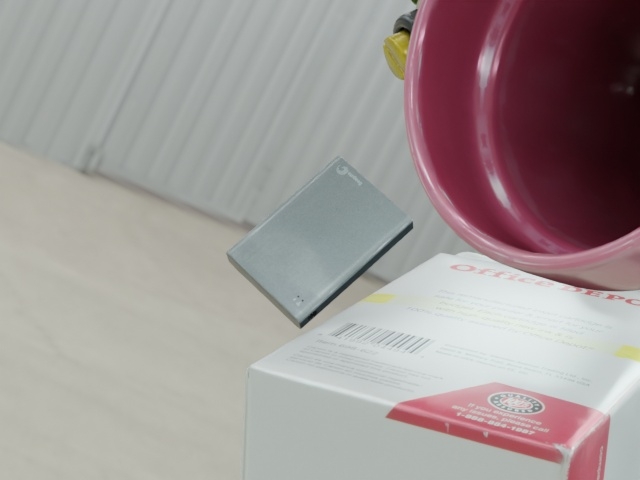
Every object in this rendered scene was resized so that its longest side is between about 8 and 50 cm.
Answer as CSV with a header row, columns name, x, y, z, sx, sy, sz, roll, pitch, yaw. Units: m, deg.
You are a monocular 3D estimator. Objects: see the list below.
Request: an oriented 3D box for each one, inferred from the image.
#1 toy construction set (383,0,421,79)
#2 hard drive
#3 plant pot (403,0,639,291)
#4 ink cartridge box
name,x,y,z,sx,sy,sz,roll,pitch,yaw
toy construction set,0.186,-0.129,1.314,0.237,0.257,0.309,51,2,24
hard drive,0.000,0.000,1.466,0.094,0.135,0.022,42,-16,23
plant pot,0.169,-0.068,0.793,0.180,0.201,0.201,15,15,-45
ink cartridge box,0.146,0.150,1.466,0.279,0.160,0.384,12,20,27
